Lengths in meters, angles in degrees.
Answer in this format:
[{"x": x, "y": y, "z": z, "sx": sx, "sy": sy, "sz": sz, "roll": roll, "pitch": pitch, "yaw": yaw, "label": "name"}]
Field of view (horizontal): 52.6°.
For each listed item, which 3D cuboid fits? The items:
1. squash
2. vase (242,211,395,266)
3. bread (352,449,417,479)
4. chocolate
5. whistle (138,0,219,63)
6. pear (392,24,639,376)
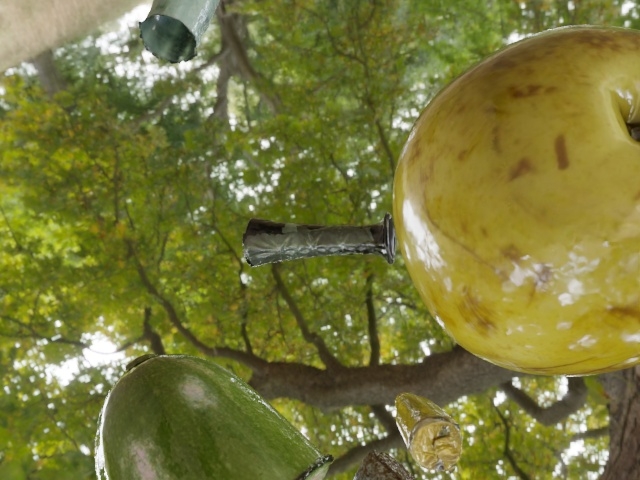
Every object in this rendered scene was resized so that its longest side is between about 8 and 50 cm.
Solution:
[{"x": -0.192, "y": 0.310, "z": 0.881, "sx": 0.309, "sy": 0.310, "sz": 0.310, "roll": 38, "pitch": -133, "yaw": 17, "label": "squash"}, {"x": 0.000, "y": 0.000, "z": 0.730, "sx": 0.166, "sy": 0.059, "sz": 0.059, "roll": -1, "pitch": -153, "yaw": 16, "label": "vase"}, {"x": 0.026, "y": 0.539, "z": 0.986, "sx": 0.165, "sy": 0.113, "sz": 0.417, "roll": 35, "pitch": -91, "yaw": 29, "label": "bread"}, {"x": 0.150, "y": 0.271, "z": 0.981, "sx": 0.085, "sy": 0.086, "sz": 0.219, "roll": -15, "pitch": -177, "yaw": -4, "label": "chocolate"}, {"x": -0.120, "y": -0.319, "z": 0.712, "sx": 0.062, "sy": 0.062, "sz": 0.312, "roll": -3, "pitch": -126, "yaw": 22, "label": "whistle"}, {"x": 0.191, "y": -0.025, "z": 0.507, "sx": 0.280, "sy": 0.281, "sz": 0.281, "roll": -11, "pitch": -155, "yaw": 5, "label": "pear"}]
